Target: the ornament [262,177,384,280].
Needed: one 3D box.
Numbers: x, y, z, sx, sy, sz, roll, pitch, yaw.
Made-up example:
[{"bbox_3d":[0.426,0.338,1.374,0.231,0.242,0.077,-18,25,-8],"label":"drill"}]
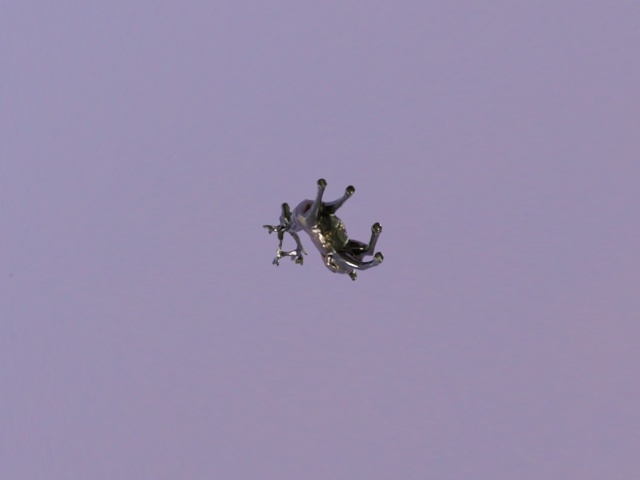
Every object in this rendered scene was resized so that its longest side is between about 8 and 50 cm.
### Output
[{"bbox_3d":[0.000,0.000,1.274,0.028,0.125,0.073,-37,-88,-31],"label":"ornament"}]
